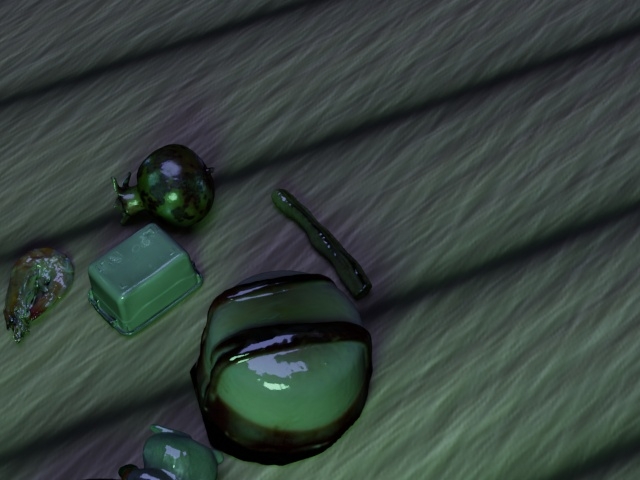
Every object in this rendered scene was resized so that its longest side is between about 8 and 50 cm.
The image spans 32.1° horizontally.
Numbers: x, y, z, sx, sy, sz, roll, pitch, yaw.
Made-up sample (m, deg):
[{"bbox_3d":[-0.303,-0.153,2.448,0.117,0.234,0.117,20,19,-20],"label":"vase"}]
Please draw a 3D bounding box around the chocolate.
[{"bbox_3d":[-0.063,0.162,1.626,0.283,0.186,0.283,-2,51,3],"label":"chocolate"}]

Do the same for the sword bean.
[{"bbox_3d":[0.000,0.000,1.849,0.043,0.038,0.269,-12,46,-38],"label":"sword bean"}]

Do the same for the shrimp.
[{"bbox_3d":[-0.466,0.085,1.810,0.101,0.042,0.190,10,51,2],"label":"shrimp"}]

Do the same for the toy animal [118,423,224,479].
[{"bbox_3d":[-0.225,0.370,1.520,0.138,0.108,0.236,9,53,10],"label":"toy animal"}]

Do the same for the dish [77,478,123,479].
[{"bbox_3d":[-0.279,0.461,1.386,0.316,0.106,0.316,4,56,-6],"label":"dish"}]

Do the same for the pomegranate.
[{"bbox_3d":[-0.264,-0.093,1.877,0.169,0.148,0.148,3,51,4],"label":"pomegranate"}]

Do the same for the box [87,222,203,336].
[{"bbox_3d":[-0.287,0.055,1.786,0.172,0.093,0.124,-38,58,-23],"label":"box"}]
